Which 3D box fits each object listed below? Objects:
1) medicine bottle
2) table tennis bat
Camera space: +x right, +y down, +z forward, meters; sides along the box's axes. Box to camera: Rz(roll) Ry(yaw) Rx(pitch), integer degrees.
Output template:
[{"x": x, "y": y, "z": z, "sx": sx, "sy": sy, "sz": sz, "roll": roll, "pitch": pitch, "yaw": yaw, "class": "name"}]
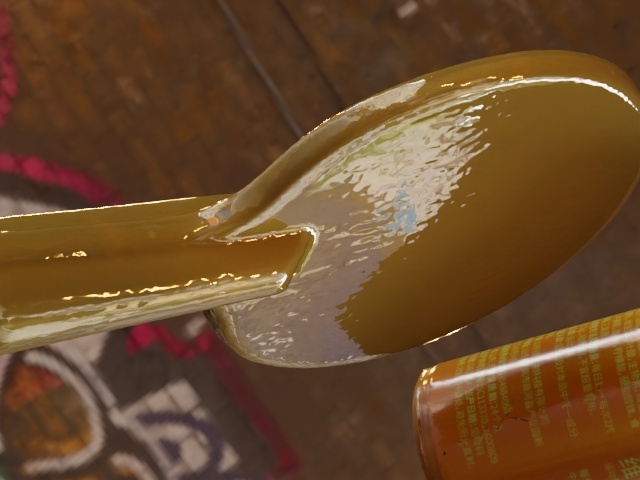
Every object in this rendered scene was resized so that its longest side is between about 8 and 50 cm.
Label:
[{"x": 0.149, "y": 0.084, "z": 0.749, "sx": 0.096, "sy": 0.192, "sz": 0.096, "roll": -17, "pitch": 90, "yaw": -71, "class": "medicine bottle"}, {"x": 0.000, "y": 0.000, "z": 0.621, "sx": 0.050, "sy": 0.321, "sz": 0.198, "roll": 64, "pitch": -34, "yaw": 28, "class": "table tennis bat"}]
